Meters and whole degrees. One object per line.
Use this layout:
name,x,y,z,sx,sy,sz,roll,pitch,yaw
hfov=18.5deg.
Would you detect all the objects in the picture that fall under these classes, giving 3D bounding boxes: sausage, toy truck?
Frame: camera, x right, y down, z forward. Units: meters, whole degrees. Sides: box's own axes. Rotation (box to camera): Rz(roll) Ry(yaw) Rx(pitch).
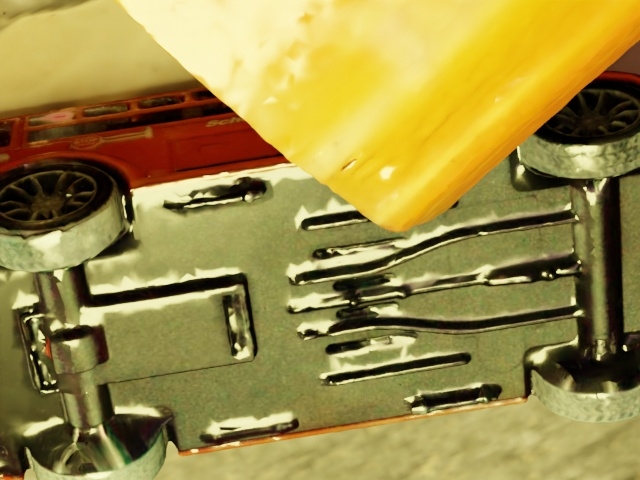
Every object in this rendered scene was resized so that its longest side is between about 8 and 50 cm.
sausage,0.057,-0.180,0.498,0.287,0.233,0.233,-40,117,13
toy truck,0.000,0.000,0.648,0.252,0.114,0.107,-9,120,-3
